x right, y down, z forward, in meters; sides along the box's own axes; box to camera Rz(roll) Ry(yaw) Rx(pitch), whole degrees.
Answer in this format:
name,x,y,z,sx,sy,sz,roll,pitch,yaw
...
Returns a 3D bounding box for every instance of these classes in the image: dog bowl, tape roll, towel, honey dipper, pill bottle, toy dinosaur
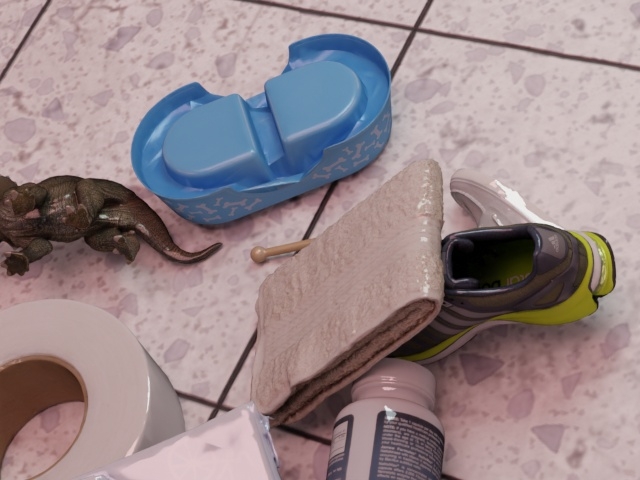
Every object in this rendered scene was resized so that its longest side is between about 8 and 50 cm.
name,x,y,z,sx,sy,sz,roll,pitch,yaw
dog bowl,-0.057,-0.116,2.015,0.297,0.074,0.166,-21,51,3
tape roll,-0.286,0.203,1.882,0.286,0.100,0.286,-11,55,15
towel,0.021,0.054,1.795,0.282,0.049,0.187,-40,34,38
honey dipper,0.000,0.000,1.950,0.160,0.030,0.030,-11,54,17
pill bottle,0.062,0.208,1.734,0.108,0.108,0.180,-4,56,20
toy dinosaur,-0.266,-0.030,2.017,0.313,0.121,0.160,-6,21,2

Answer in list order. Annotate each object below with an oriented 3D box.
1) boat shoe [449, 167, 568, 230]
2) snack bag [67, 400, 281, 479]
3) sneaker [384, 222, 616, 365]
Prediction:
name,x,y,z,sx,sy,sz,roll,pitch,yaw
boat shoe,0.190,-0.006,1.862,0.184,0.066,0.063,39,76,27
snack bag,-0.155,0.354,1.700,0.342,0.037,0.323,-23,71,2
sneaker,0.127,0.040,1.783,0.300,0.121,0.111,-20,61,29
